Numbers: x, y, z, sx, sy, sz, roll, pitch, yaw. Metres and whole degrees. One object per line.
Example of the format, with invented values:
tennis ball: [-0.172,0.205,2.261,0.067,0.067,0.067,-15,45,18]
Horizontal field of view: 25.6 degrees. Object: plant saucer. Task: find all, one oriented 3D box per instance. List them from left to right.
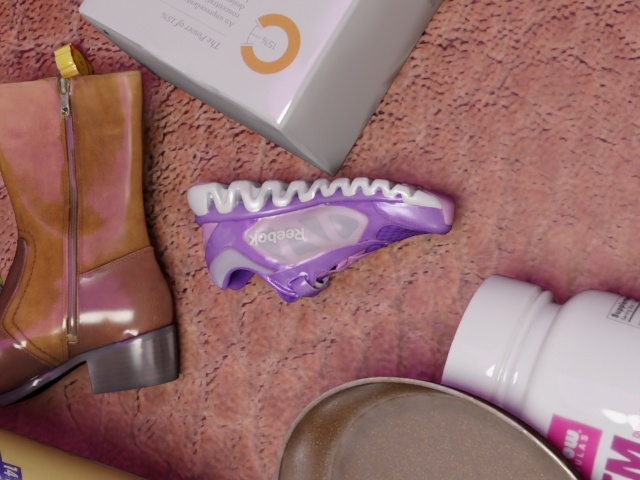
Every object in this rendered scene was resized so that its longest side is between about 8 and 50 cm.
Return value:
plant saucer: [0.101,0.234,1.052,0.311,0.050,0.310,16,120,31]

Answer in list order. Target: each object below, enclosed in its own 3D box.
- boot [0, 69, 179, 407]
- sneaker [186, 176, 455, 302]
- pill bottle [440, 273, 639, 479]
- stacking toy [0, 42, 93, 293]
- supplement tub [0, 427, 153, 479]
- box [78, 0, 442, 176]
boot: [-0.265,0.001,1.221,0.264,0.096,0.280,-9,92,11]
sneaker: [0.000,0.000,1.190,0.236,0.095,0.104,-2,84,21]
pill bottle: [0.241,0.129,1.046,0.283,0.160,0.160,18,84,20]
stacking toy: [-0.265,-0.052,1.298,0.167,0.052,0.221,-23,73,11]
supplement tub: [-0.191,0.279,1.027,0.241,0.331,0.241,-35,42,39]
box: [-0.005,-0.266,1.202,0.215,0.168,0.345,31,88,20]
